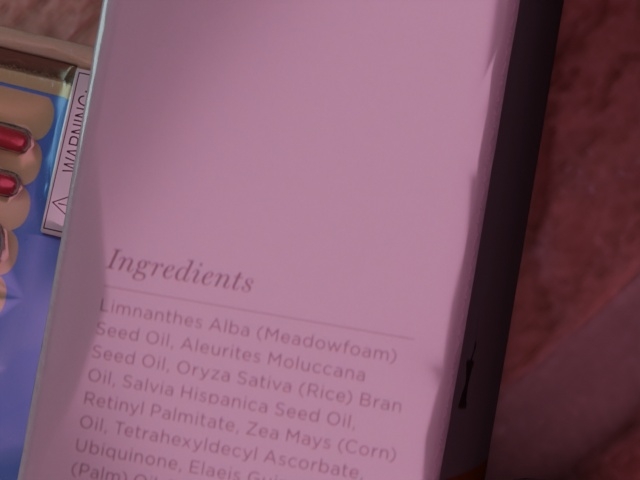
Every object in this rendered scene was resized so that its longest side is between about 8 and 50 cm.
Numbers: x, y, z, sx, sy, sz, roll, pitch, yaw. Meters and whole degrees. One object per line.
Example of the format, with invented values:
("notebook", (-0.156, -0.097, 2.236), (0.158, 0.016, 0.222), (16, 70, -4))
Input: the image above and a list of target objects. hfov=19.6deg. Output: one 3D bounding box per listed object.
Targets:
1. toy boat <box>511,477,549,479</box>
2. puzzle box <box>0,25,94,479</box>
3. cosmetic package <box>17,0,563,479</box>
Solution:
("toy boat", (0.174, 0.232, 0.762), (0.267, 0.148, 0.318), (-37, 111, 6))
("puzzle box", (-0.245, 0.081, 0.914), (0.272, 0.052, 0.409), (13, 88, 12))
("cosmetic package", (0.000, 0.000, 0.786), (0.161, 0.230, 0.453), (9, 88, 10))
